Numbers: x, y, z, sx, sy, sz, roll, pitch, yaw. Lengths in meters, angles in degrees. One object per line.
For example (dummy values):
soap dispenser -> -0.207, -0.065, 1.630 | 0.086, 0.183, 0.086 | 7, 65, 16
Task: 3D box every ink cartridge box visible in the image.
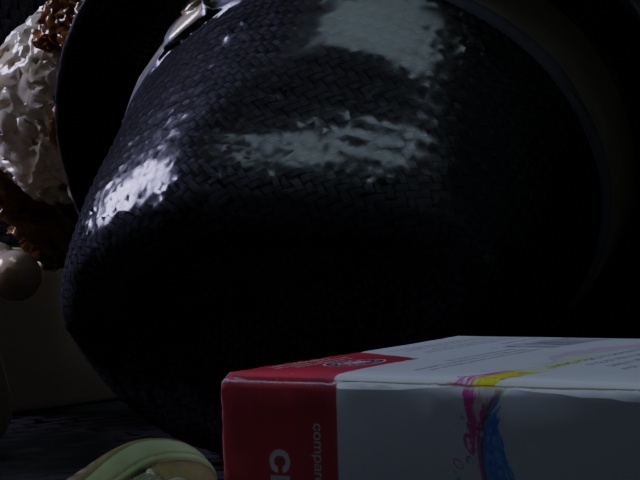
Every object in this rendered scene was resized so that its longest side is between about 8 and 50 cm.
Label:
ink cartridge box -> 0.079, 0.067, 0.541 | 0.175, 0.072, 0.127 | -1, 1, 37

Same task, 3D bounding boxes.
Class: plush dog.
plush dog -> -0.071, -0.065, 1.073 | 0.225, 0.211, 0.262 | 13, -44, -12

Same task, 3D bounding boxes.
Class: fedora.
fedora -> 0.000, 0.000, 0.868 | 0.334, 0.334, 0.152 | -1, 35, 30

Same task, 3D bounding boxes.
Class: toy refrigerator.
toy refrigerator -> -0.132, 0.048, 1.245 | 0.102, 0.094, 0.269 | 0, 3, 41

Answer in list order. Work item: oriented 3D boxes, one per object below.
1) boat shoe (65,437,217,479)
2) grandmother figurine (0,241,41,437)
boat shoe -> -0.059, 0.089, 0.518 | 0.056, 0.048, 0.153 | -47, -14, 11
grandmother figurine -> -0.261, 0.012, 1.057 | 0.207, 0.104, 0.342 | 18, 11, -21
